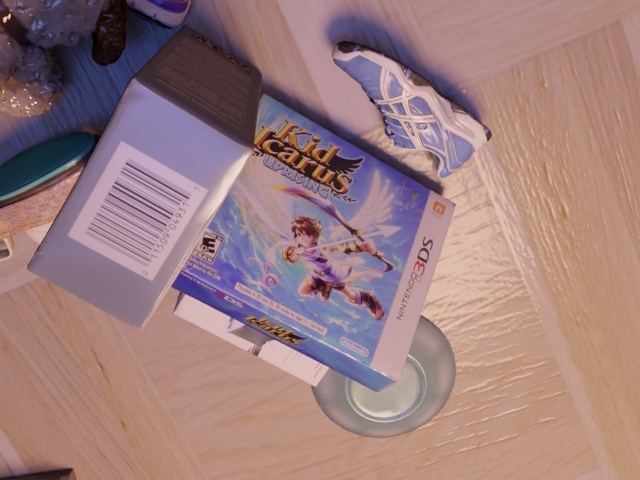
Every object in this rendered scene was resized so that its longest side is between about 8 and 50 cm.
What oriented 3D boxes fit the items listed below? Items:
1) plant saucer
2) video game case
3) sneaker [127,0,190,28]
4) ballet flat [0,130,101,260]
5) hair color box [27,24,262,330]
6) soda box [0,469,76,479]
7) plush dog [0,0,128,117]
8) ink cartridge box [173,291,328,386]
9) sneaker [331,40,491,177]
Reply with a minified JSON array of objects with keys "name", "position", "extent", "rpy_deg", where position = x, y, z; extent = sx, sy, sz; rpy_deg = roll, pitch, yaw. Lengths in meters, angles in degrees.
[{"name":"plant saucer","position":[0.084,0.183,1.133],"extent":[0.194,0.037,0.195],"rpy_deg":[-1,108,-2]},{"name":"video game case","position":[0.000,0.000,0.974],"extent":[0.269,0.244,0.061],"rpy_deg":[28,149,-11]},{"name":"sneaker","position":[-0.222,-0.298,0.952],"extent":[0.170,0.068,0.071],"rpy_deg":[25,91,-19]},{"name":"ballet flat","position":[-0.373,-0.031,1.022],"extent":[0.316,0.108,0.106],"rpy_deg":[-20,129,10]},{"name":"hair color box","position":[-0.152,-0.086,0.852],"extent":[0.113,0.374,0.185],"rpy_deg":[30,105,-12]},{"name":"soda box","position":[-0.457,0.381,1.152],"extent":[0.263,0.092,0.083],"rpy_deg":[-8,110,1]},{"name":"plush dog","position":[-0.318,-0.240,0.860],"extent":[0.225,0.211,0.262],"rpy_deg":[-30,119,11]},{"name":"ink cartridge box","position":[-0.067,0.071,1.034],"extent":[0.190,0.140,0.082],"rpy_deg":[27,108,-10]},{"name":"sneaker","position":[0.096,-0.152,0.994],"extent":[0.211,0.080,0.081],"rpy_deg":[35,101,-11]}]
